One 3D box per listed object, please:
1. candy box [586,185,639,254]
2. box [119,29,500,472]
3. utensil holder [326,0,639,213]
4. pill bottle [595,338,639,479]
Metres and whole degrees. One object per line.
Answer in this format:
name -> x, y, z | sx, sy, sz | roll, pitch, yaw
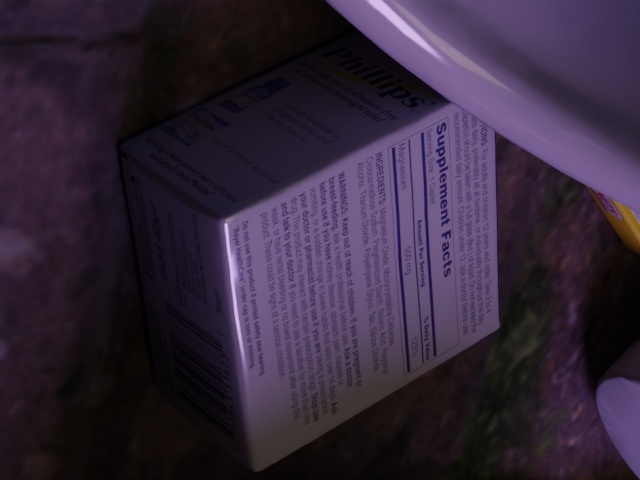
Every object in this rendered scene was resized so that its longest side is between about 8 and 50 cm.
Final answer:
candy box -> 0.149, -0.082, 0.877 | 0.105, 0.027, 0.206 | -52, 140, -9
box -> 0.000, 0.000, 0.750 | 0.137, 0.072, 0.126 | -28, 131, -28
utensil holder -> 0.197, -0.214, 0.590 | 0.327, 0.327, 0.385 | 40, 76, -49
pill bottle -> 0.286, 0.030, 0.981 | 0.278, 0.162, 0.162 | -41, 137, -17
